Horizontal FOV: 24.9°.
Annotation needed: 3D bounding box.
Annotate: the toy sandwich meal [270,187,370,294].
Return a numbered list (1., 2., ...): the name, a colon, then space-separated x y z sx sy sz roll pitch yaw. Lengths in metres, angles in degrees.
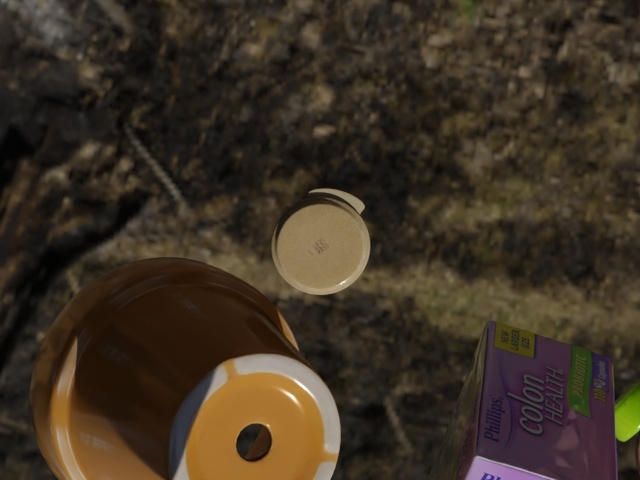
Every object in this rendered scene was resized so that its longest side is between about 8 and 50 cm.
1. toy sandwich meal: 0.000 0.000 1.132 0.086 0.085 0.029 16 -173 -4

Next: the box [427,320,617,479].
1. box: 0.153 0.232 1.220 0.117 0.213 0.243 17 117 2

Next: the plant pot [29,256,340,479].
1. plant pot: -0.083 0.126 1.038 0.205 0.205 0.188 27 175 -27

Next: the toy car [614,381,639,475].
1. toy car: 0.344 0.182 1.341 0.155 0.149 0.188 45 172 8
